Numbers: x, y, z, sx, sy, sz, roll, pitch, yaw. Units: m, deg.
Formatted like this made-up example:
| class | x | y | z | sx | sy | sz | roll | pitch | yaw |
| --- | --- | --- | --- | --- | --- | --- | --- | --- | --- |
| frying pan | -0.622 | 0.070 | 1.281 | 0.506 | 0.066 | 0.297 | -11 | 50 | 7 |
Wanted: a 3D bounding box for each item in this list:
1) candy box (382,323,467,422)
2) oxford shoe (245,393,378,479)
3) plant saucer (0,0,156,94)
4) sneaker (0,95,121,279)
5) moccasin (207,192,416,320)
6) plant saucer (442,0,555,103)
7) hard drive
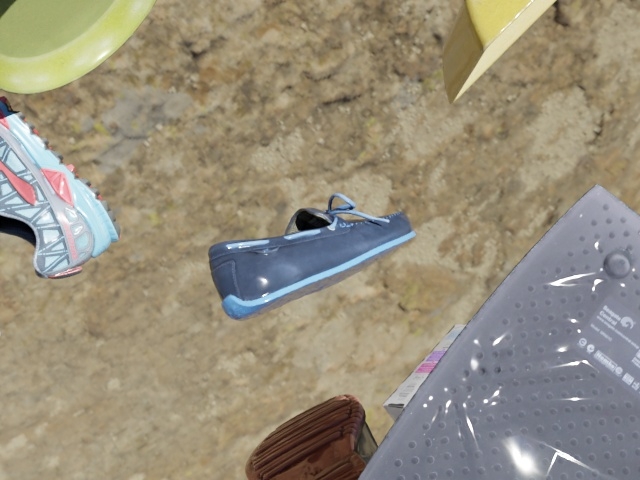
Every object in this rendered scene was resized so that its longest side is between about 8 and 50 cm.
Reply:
| class | x | y | z | sx | sy | sz | roll | pitch | yaw |
| --- | --- | --- | --- | --- | --- | --- | --- | --- | --- |
| candy box | 0.218 | 0.252 | 1.265 | 0.196 | 0.070 | 0.165 | -43 | 105 | -28 |
| oxford shoe | 0.015 | 0.272 | 0.830 | 0.140 | 0.146 | 0.397 | -29 | -172 | 3 |
| plant saucer | -0.238 | -0.244 | 0.773 | 0.241 | 0.037 | 0.241 | -45 | 171 | -9 |
| sneaker | -0.342 | -0.065 | 0.869 | 0.125 | 0.262 | 0.104 | -45 | 173 | -22 |
| moccasin | 0.000 | 0.000 | 1.126 | 0.342 | 0.116 | 0.138 | -18 | 165 | -44 |
| plant saucer | 0.312 | -0.387 | 1.261 | 0.333 | 0.081 | 0.333 | -46 | 177 | -3 |
| hard drive | 0.134 | 0.114 | 0.441 | 0.254 | 0.172 | 0.054 | -50 | 173 | -12 |
